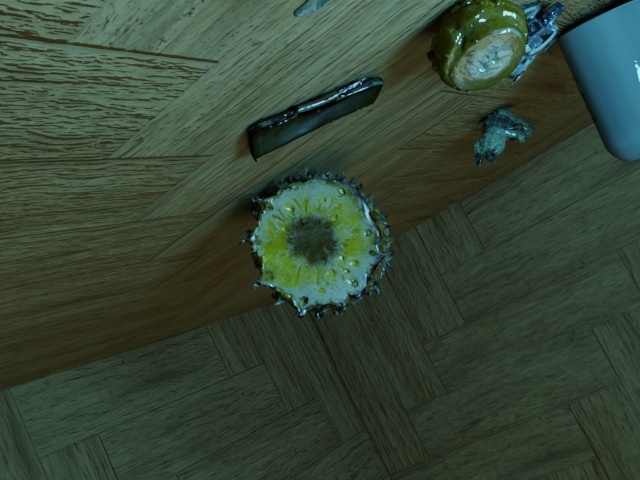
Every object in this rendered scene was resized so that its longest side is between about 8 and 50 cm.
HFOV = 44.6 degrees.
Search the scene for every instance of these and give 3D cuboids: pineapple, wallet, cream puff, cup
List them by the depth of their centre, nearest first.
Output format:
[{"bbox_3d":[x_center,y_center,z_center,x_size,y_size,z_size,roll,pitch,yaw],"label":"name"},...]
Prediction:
[{"bbox_3d":[0.251,-0.320,1.253,0.165,0.115,0.150,-21,142,9],"label":"cream puff"},{"bbox_3d":[-0.008,-0.221,1.372,0.255,0.031,0.137,-26,170,-10],"label":"wallet"},{"bbox_3d":[0.661,-0.337,1.664,0.205,0.312,0.205,-23,180,0],"label":"cup"},{"bbox_3d":[-0.001,0.003,1.780,0.352,0.352,0.300,-27,-179,2],"label":"pineapple"}]

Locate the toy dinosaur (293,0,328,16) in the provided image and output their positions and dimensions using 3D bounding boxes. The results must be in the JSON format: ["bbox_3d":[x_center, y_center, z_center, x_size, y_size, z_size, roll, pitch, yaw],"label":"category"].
[{"bbox_3d":[0.090,-0.343,0.812,0.294,0.077,0.162,-26,171,-8],"label":"toy dinosaur"}]

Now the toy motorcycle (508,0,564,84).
[{"bbox_3d":[0.337,-0.338,1.444,0.239,0.108,0.204,-21,169,-34],"label":"toy motorcycle"}]

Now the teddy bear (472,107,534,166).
[{"bbox_3d":[0.484,-0.293,2.095,0.133,0.111,0.213,13,-139,38],"label":"teddy bear"}]
